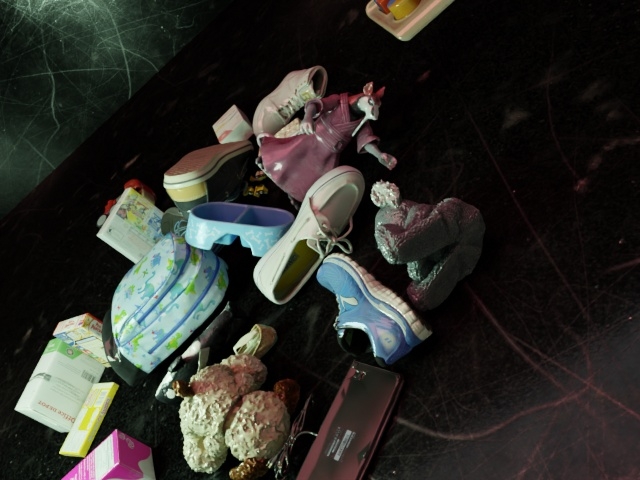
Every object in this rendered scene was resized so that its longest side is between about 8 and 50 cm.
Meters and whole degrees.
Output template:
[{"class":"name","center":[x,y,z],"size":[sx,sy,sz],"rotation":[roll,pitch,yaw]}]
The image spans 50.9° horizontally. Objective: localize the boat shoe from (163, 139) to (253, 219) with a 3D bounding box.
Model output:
[{"class":"boat shoe","center":[-0.316,-0.191,2.003],"size":[0.187,0.156,0.500],"rotation":[-9,19,14]}]

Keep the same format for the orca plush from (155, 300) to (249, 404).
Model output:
[{"class":"orca plush","center":[-0.263,0.289,1.605],"size":[0.287,0.102,0.151],"rotation":[-48,-13,-19]}]

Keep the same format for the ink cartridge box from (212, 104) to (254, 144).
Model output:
[{"class":"ink cartridge box","center":[-0.308,-0.397,2.350],"size":[0.115,0.067,0.198],"rotation":[-43,33,7]}]

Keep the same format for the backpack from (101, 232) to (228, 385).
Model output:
[{"class":"backpack","center":[-0.402,0.152,1.755],"size":[0.356,0.273,0.290],"rotation":[-29,28,4]}]

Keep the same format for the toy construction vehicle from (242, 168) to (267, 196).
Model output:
[{"class":"toy construction vehicle","center":[-0.185,-0.166,2.012],"size":[0.098,0.035,0.085],"rotation":[-13,57,44]}]

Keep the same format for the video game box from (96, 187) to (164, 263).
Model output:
[{"class":"video game box","center":[-0.582,-0.035,2.153],"size":[0.048,0.205,0.187],"rotation":[-5,51,47]}]

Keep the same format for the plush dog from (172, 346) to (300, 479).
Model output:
[{"class":"plush dog","center":[-0.161,0.346,1.336],"size":[0.225,0.210,0.262],"rotation":[16,67,25]}]

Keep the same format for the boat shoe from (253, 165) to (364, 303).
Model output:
[{"class":"boat shoe","center":[-0.007,-0.003,1.548],"size":[0.367,0.136,0.156],"rotation":[-49,33,2]}]

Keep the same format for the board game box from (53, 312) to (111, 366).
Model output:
[{"class":"board game box","center":[-0.621,0.282,1.877],"size":[0.147,0.193,0.045],"rotation":[-17,43,36]}]

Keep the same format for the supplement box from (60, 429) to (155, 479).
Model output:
[{"class":"supplement box","center":[-0.494,0.556,1.526],"size":[0.220,0.111,0.114],"rotation":[-42,33,7]}]

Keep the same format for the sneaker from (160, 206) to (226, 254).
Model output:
[{"class":"sneaker","center":[-0.396,-0.013,1.998],"size":[0.341,0.125,0.139],"rotation":[4,60,51]}]

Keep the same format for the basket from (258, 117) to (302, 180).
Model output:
[{"class":"basket","center":[-0.085,-0.252,1.916],"size":[0.167,0.113,0.103],"rotation":[-35,31,17]}]

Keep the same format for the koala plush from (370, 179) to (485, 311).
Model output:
[{"class":"koala plush","center":[0.186,-0.015,1.316],"size":[0.203,0.196,0.221],"rotation":[-39,32,-8]}]

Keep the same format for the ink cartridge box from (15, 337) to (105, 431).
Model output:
[{"class":"ink cartridge box","center":[-0.726,0.407,1.894],"size":[0.093,0.160,0.219],"rotation":[-17,43,39]}]

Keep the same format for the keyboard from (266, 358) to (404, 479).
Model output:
[{"class":"keyboard","center":[0.017,0.365,1.226],"size":[0.202,0.033,0.317],"rotation":[10,61,41]}]

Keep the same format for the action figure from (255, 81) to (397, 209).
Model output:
[{"class":"action figure","center":[0.030,-0.259,1.708],"size":[0.370,0.248,0.275],"rotation":[-44,26,18]}]

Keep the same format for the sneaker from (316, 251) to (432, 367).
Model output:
[{"class":"sneaker","center":[0.068,0.136,1.326],"size":[0.147,0.130,0.330],"rotation":[-46,33,-4]}]

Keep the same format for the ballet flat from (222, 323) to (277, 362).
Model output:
[{"class":"ballet flat","center":[-0.183,0.271,1.518],"size":[0.206,0.067,0.073],"rotation":[-53,35,-9]}]

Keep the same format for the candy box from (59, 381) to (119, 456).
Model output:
[{"class":"candy box","center":[-0.625,0.483,1.823],"size":[0.105,0.027,0.205],"rotation":[-15,45,42]}]

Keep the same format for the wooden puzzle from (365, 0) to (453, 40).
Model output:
[{"class":"wooden puzzle","center":[0.299,-0.786,2.070],"size":[0.322,0.080,0.348],"rotation":[-40,34,10]}]

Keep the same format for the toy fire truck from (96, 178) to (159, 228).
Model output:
[{"class":"toy fire truck","center":[-0.704,-0.139,2.476],"size":[0.217,0.158,0.246],"rotation":[-39,44,13]}]

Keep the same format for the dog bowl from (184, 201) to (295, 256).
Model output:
[{"class":"dog bowl","center":[-0.197,-0.034,1.692],"size":[0.297,0.074,0.166],"rotation":[7,24,11]}]

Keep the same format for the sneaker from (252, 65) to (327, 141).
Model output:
[{"class":"sneaker","center":[-0.090,-0.440,2.118],"size":[0.169,0.108,0.292],"rotation":[0,54,52]}]
